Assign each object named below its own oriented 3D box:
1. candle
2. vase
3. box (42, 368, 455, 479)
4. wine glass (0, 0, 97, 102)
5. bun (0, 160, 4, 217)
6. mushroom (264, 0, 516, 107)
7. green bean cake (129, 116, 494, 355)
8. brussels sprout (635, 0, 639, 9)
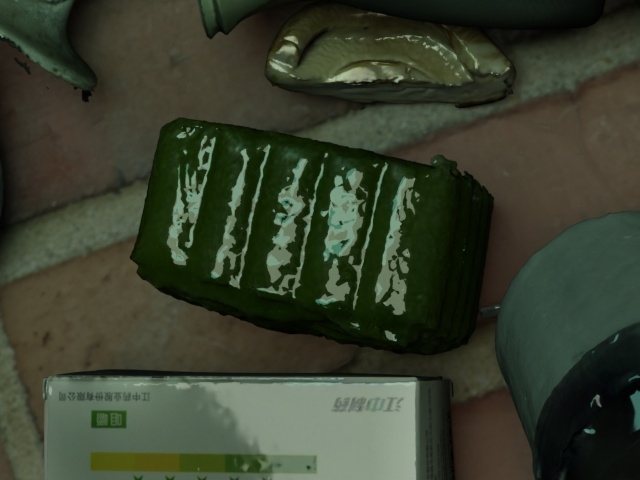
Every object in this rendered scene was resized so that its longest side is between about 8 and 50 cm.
[{"bbox_3d":[0.251,0.105,1.339,0.221,0.342,0.221,-2,119,-4],"label":"candle"},{"bbox_3d":[0.058,-0.241,1.418,0.321,0.173,0.173,-6,84,4],"label":"vase"},{"bbox_3d":[-0.053,0.195,1.463,0.332,0.145,0.173,0,88,12],"label":"box"},{"bbox_3d":[-0.172,-0.308,1.510,0.190,0.190,0.357,38,99,13],"label":"wine glass"},{"bbox_3d":[-0.448,-0.072,1.536,0.361,0.211,0.362,-1,88,13],"label":"bun"},{"bbox_3d":[0.058,-0.162,1.499,0.209,0.072,0.094,-1,81,0],"label":"mushroom"},{"bbox_3d":[0.000,0.000,1.411,0.249,0.247,0.156,10,88,13],"label":"green bean cake"},{"bbox_3d":[0.372,-0.232,1.369,0.271,0.219,0.210,1,76,-8],"label":"brussels sprout"}]
